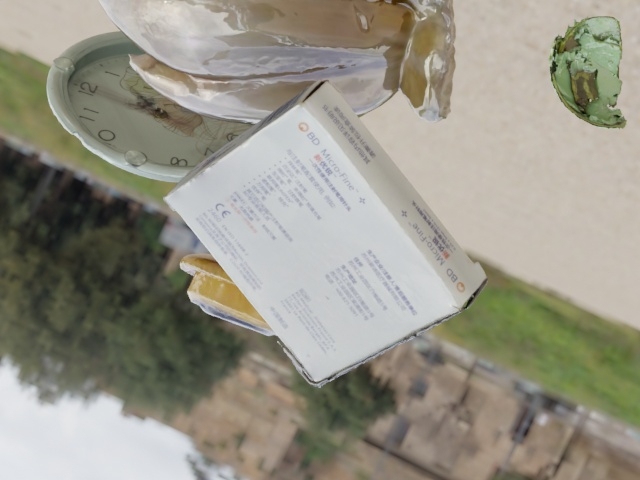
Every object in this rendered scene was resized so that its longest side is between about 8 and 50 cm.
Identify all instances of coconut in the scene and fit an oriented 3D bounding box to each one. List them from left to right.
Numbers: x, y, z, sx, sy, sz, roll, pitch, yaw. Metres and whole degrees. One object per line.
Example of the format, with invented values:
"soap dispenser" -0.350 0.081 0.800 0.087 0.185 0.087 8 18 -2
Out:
"coconut" 0.353 -0.224 2.006 0.133 0.158 0.055 19 160 -15

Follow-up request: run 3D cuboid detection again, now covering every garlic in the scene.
"garlic" -0.028 -0.214 1.282 0.325 0.279 0.132 9 -152 -11

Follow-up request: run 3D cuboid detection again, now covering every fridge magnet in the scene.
"fridge magnet" -0.072 0.053 1.476 0.143 0.063 0.143 22 176 2

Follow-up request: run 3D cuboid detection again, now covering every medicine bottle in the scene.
"medicine bottle" 0.000 0.000 1.155 0.201 0.171 0.052 51 -142 -8

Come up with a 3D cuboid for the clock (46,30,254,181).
"clock" -0.161 -0.127 1.536 0.236 0.053 0.236 10 -139 -9
